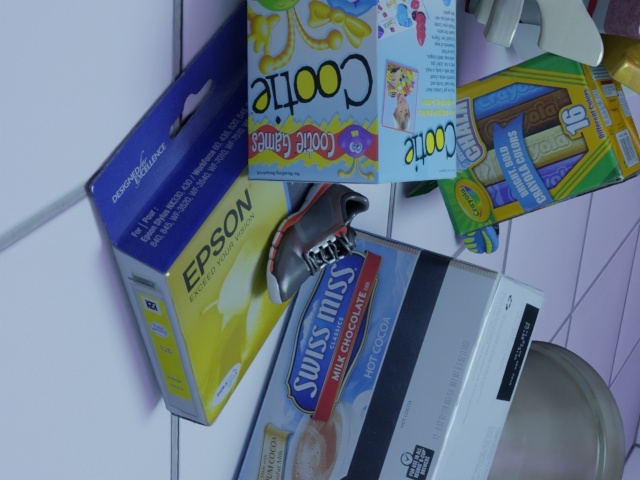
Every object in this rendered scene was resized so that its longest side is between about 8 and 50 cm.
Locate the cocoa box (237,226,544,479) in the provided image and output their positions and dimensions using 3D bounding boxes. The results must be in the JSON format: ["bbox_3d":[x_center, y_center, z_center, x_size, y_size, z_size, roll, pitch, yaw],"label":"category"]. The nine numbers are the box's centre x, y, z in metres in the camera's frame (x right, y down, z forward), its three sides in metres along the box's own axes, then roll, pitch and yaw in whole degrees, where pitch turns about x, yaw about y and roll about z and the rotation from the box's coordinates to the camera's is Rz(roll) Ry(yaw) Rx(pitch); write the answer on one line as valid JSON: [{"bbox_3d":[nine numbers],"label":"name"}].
[{"bbox_3d":[0.084,0.180,1.631,0.231,0.228,0.347,22,86,-67],"label":"cocoa box"}]

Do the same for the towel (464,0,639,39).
[{"bbox_3d":[0.310,-0.369,1.676,0.037,0.329,0.237,13,95,-34],"label":"towel"}]

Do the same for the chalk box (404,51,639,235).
[{"bbox_3d":[0.241,-0.121,1.782,0.180,0.289,0.179,-18,90,-65],"label":"chalk box"}]

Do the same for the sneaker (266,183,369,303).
[{"bbox_3d":[0.000,0.000,1.358,0.158,0.065,0.061,-60,155,-33],"label":"sneaker"}]

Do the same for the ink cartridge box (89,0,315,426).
[{"bbox_3d":[-0.078,-0.033,1.320,0.304,0.072,0.307,-56,154,-34],"label":"ink cartridge box"}]

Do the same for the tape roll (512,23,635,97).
[{"bbox_3d":[0.403,-0.343,1.968,0.169,0.246,0.246,-53,150,-38],"label":"tape roll"}]

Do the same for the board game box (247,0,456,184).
[{"bbox_3d":[0.029,-0.191,1.253,0.144,0.142,0.275,-7,98,-56],"label":"board game box"}]

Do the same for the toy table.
[{"bbox_3d":[0.211,-0.308,1.548,0.252,0.274,0.161,-39,150,-73],"label":"toy table"}]

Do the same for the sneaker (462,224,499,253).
[{"bbox_3d":[0.226,-0.059,2.019,0.188,0.067,0.078,74,19,-50],"label":"sneaker"}]

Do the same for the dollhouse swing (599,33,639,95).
[{"bbox_3d":[0.555,-0.292,1.701,0.347,0.305,0.315,-49,-163,22],"label":"dollhouse swing"}]

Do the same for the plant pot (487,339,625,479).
[{"bbox_3d":[0.234,0.298,2.021,0.280,0.323,0.323,10,97,-51],"label":"plant pot"}]
